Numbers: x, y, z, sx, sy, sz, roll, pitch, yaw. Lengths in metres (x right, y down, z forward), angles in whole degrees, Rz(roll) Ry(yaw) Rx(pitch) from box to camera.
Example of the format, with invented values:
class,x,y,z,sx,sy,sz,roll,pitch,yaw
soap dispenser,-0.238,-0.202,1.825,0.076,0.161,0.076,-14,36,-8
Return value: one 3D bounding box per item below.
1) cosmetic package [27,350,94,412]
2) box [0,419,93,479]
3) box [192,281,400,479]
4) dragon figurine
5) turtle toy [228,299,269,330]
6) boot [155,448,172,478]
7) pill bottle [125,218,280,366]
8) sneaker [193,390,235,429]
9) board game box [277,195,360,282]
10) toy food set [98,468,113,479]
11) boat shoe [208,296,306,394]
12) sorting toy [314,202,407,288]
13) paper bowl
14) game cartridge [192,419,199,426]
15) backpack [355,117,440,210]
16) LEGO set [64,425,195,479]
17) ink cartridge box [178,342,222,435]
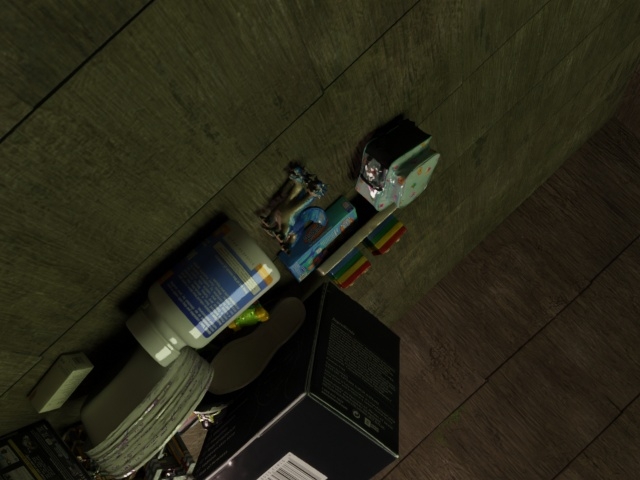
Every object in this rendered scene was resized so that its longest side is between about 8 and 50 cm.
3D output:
class,x,y,z,sx,sy,sz,roll,pitch,yaw
cosmetic package,-0.474,0.258,1.420,0.115,0.041,0.060,-48,163,14
box,-0.515,0.535,1.381,0.097,0.395,0.318,-54,161,25
box,-0.053,0.446,2.022,0.480,0.297,0.472,-45,-163,25
dragon figurine,-0.043,-0.052,1.593,0.144,0.085,0.289,-41,162,-9
turtle toy,-0.175,0.170,1.854,0.095,0.066,0.130,-20,165,1
boot,-0.421,0.533,1.964,0.085,0.178,0.236,-44,164,0
pill bottle,-0.220,0.101,1.438,0.272,0.152,0.152,-41,163,-9
sneaker,-0.264,0.423,1.914,0.234,0.084,0.097,22,81,-77
board game box,0.000,0.000,1.880,0.210,0.047,0.160,-42,163,-6
toy food set,-0.541,0.591,1.832,0.192,0.132,0.038,29,136,-33
boat shoe,-0.177,0.261,1.969,0.324,0.117,0.096,-44,-160,-23
sorting toy,0.110,0.019,1.989,0.255,0.089,0.257,-43,179,-4
paper bowl,-0.357,0.311,1.531,0.284,0.148,0.284,-44,-168,12
game cartridge,-0.378,0.536,2.356,0.083,0.017,0.056,-50,166,20
backpack,0.166,-0.155,1.736,0.166,0.144,0.188,-39,167,-33
LEGO set,-0.435,0.531,1.721,0.331,0.192,0.255,12,116,-44
ink cartridge box,-0.331,0.380,1.951,0.255,0.097,0.189,-43,163,-1
